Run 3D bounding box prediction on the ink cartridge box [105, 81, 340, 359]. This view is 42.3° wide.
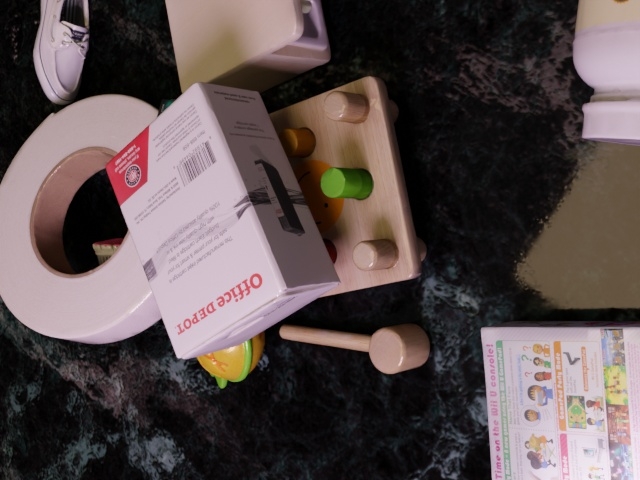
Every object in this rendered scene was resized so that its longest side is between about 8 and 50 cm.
[{"bbox_3d":[-0.123,-0.020,1.000,0.197,0.114,0.272,-33,72,34],"label":"ink cartridge box"}]

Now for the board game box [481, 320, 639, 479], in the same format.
[{"bbox_3d":[0.328,0.194,0.848,0.304,0.098,0.223,-3,90,35],"label":"board game box"}]

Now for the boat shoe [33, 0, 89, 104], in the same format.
[{"bbox_3d":[-0.427,-0.344,1.382,0.076,0.083,0.226,-6,88,38],"label":"boat shoe"}]

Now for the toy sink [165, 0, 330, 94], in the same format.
[{"bbox_3d":[-0.077,-0.295,1.093,0.234,0.131,0.152,-17,82,43],"label":"toy sink"}]

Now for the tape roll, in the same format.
[{"bbox_3d":[-0.344,-0.037,1.273,0.392,0.072,0.391,-7,74,25],"label":"tape roll"}]

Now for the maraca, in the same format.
[{"bbox_3d":[-0.139,0.146,1.193,0.185,0.099,0.127,-48,57,57],"label":"maraca"}]

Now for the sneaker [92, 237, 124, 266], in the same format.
[{"bbox_3d":[-0.291,0.039,1.319,0.171,0.063,0.074,3,106,31],"label":"sneaker"}]

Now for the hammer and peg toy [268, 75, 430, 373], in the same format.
[{"bbox_3d":[0.000,0.000,1.058,0.266,0.127,0.361,-13,85,36],"label":"hammer and peg toy"}]

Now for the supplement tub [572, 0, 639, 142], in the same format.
[{"bbox_3d":[0.350,-0.243,0.720,0.236,0.235,0.324,10,98,36],"label":"supplement tub"}]

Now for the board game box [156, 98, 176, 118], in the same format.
[{"bbox_3d":[-0.193,-0.105,1.163,0.126,0.026,0.186,9,79,27],"label":"board game box"}]
